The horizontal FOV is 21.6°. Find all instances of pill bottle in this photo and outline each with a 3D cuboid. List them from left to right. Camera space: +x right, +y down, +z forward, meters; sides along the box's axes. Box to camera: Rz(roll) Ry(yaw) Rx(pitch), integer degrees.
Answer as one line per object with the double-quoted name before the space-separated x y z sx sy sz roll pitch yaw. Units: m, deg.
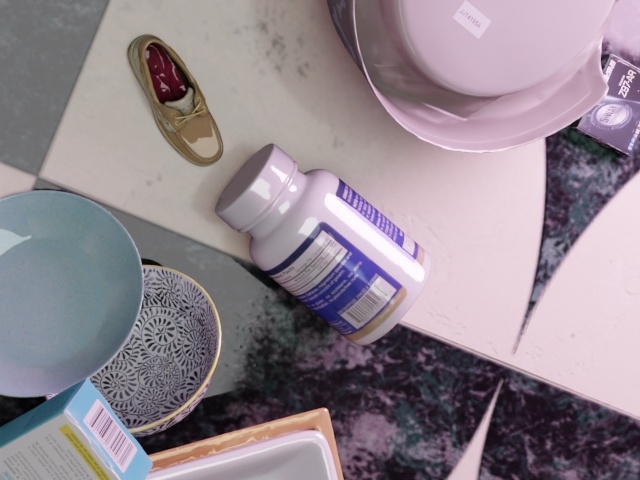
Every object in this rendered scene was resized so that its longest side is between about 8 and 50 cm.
"pill bottle" 0.000 0.000 1.546 0.186 0.112 0.112 40 83 -15

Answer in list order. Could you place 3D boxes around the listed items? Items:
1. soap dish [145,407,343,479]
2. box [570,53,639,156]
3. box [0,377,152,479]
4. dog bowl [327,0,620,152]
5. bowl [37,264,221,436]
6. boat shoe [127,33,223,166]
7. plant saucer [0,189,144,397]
"soap dish" -0.078 0.316 1.543 0.229 0.118 0.291 -14 98 -15
"box" 0.295 -0.135 1.671 0.067 0.018 0.083 27 87 -17
"box" -0.271 0.220 1.445 0.244 0.060 0.100 -29 105 23
"dog bowl" 0.158 -0.258 1.521 0.349 0.102 0.349 -13 120 -23
"bowl" -0.162 0.114 1.509 0.170 0.170 0.080 -37 147 -11
"boat shoe" -0.131 -0.126 1.533 0.050 0.045 0.135 -36 103 -11
"plant saucer" -0.250 0.051 1.487 0.195 0.037 0.195 -2 68 4
